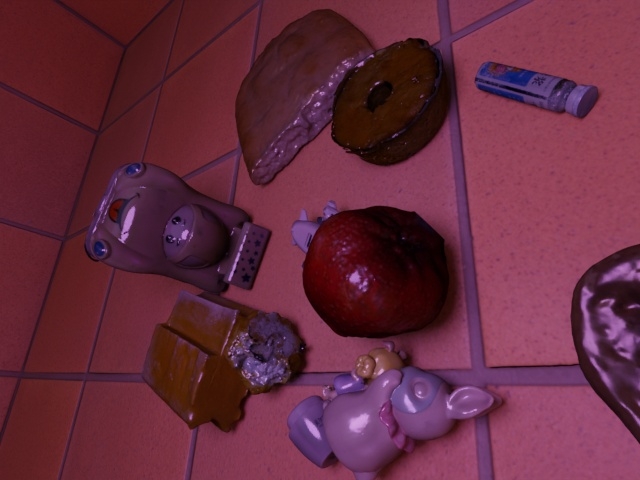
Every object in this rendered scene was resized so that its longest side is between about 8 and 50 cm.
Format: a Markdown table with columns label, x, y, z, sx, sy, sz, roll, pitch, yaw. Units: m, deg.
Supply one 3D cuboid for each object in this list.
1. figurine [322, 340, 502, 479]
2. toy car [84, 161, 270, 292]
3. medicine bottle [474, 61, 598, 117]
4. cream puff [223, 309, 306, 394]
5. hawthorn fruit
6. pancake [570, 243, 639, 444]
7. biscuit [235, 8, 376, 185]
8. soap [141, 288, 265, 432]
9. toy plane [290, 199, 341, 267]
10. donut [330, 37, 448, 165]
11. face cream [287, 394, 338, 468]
| label | x | y | z | sx | sy | sz | roll | pitch | yaw |
| --- | --- | --- | --- | --- | --- | --- | --- | --- | --- |
| figurine | 0.122 | 0.230 | 0.586 | 0.236 | 0.127 | 0.155 | -36 | 40 | 17 |
| toy car | -0.321 | -0.013 | 0.936 | 0.227 | 0.336 | 0.241 | 11 | 78 | 42 |
| medicine bottle | 0.343 | -0.250 | 0.655 | 0.051 | 0.051 | 0.191 | -54 | 47 | 8 |
| cream puff | -0.116 | 0.219 | 0.789 | 0.156 | 0.156 | 0.121 | -47 | 11 | 15 |
| hawthorn fruit | 0.069 | 0.056 | 0.654 | 0.266 | 0.230 | 0.210 | -32 | 86 | 54 |
| pancake | 0.425 | 0.110 | 0.407 | 0.295 | 0.050 | 0.293 | -15 | 68 | 39 |
| biscuit | -0.074 | -0.430 | 1.073 | 0.430 | 0.104 | 0.445 | -36 | 51 | 25 |
| soap | -0.267 | 0.252 | 0.913 | 0.281 | 0.143 | 0.258 | 4 | 71 | 48 |
| toy plane | -0.002 | 0.000 | 0.827 | 0.174 | 0.080 | 0.173 | -5 | 83 | 49 |
| donut | 0.141 | -0.273 | 0.815 | 0.272 | 0.107 | 0.271 | -19 | 55 | 30 |
| face cream | -0.003 | 0.319 | 0.672 | 0.095 | 0.091 | 0.091 | 41 | 100 | 37 |
